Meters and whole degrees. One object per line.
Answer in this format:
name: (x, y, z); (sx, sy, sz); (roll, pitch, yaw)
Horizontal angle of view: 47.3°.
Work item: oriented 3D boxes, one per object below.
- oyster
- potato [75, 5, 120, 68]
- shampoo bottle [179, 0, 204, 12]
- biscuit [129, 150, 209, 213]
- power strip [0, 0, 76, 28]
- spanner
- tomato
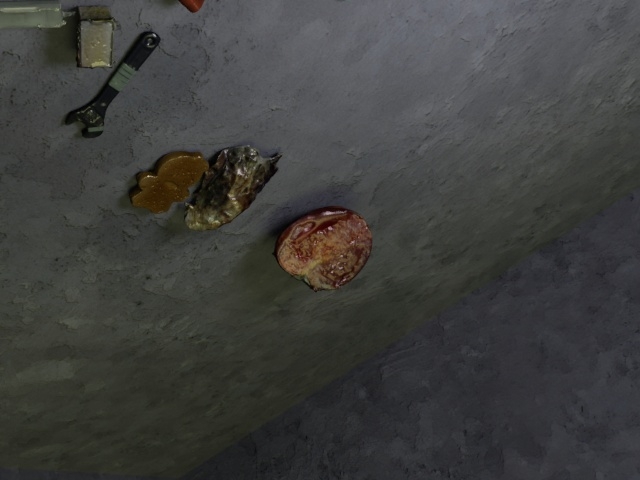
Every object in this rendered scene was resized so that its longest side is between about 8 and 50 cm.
oyster: (-0.234, -0.144, 1.996); (0.276, 0.100, 0.271); (-7, 130, -20)
potato: (-0.452, -0.410, 1.469); (0.086, 0.061, 0.122); (-9, 143, -25)
shampoo bottle: (-0.300, -0.522, 1.390); (0.085, 0.085, 0.244); (-32, 151, 11)
biscuit: (-0.397, -0.159, 1.914); (0.225, 0.036, 0.166); (-44, 141, 23)
power strip: (-0.563, -0.429, 1.387); (0.191, 0.030, 0.047); (-10, 144, -24)
spanner: (-0.455, -0.342, 1.608); (0.087, 0.024, 0.316); (19, 129, -43)
tomato: (-0.004, 0.001, 2.301); (0.309, 0.170, 0.308); (-7, 112, -19)
